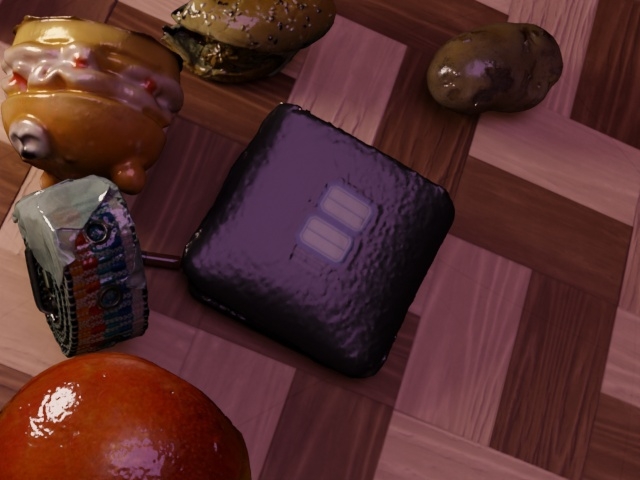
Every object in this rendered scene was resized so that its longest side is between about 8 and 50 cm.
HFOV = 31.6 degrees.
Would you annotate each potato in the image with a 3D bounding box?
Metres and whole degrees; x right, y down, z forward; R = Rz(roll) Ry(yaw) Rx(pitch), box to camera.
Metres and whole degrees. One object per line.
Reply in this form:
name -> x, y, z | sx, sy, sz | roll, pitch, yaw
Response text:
potato -> 0.307, -0.307, 2.015 | 0.262, 0.165, 0.165 | -8, 69, -24

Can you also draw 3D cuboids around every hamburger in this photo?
hamburger -> -0.355, -0.189, 1.705 | 0.276, 0.276, 0.236 | 11, 77, -13
hamburger -> -0.104, -0.369, 1.901 | 0.288, 0.167, 0.192 | -36, 79, -27

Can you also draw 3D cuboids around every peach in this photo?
peach -> -0.272, 0.321, 1.475 | 0.373, 0.372, 0.290 | 21, 30, -8

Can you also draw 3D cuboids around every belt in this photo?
belt -> -0.337, 0.034, 1.611 | 0.150, 0.207, 0.257 | -18, 115, -25

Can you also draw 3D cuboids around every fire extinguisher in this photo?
fire extinguisher -> -0.243, 0.034, 1.763 | 0.083, 0.022, 0.028 | 9, 103, -14

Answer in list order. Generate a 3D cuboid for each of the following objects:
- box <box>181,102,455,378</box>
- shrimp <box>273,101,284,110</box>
box -> 0.000, 0.000, 1.784 | 0.359, 0.091, 0.350 | 29, 77, -4
shrimp -> -0.044, -0.103, 1.871 | 0.173, 0.058, 0.253 | -27, 80, -17
